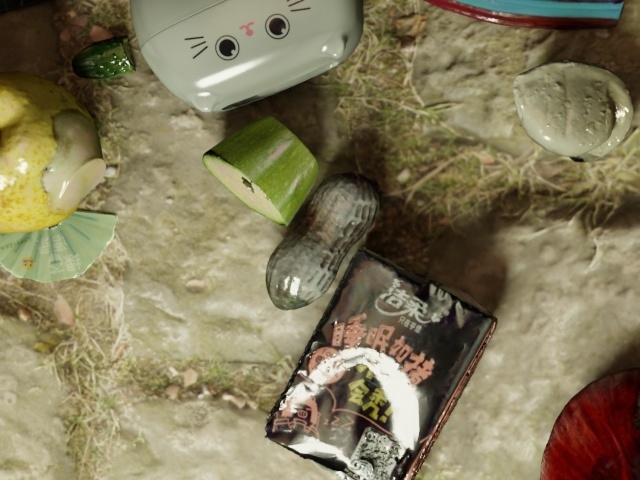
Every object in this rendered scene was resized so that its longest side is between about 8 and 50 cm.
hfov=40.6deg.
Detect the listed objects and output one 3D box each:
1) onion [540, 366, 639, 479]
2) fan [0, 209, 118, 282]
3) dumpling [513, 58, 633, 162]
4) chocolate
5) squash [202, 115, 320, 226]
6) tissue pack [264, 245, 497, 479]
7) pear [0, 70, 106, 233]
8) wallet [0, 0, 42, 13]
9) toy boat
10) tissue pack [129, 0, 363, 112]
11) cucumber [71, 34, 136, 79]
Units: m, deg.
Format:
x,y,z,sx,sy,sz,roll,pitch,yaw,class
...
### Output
x,y,z,sx,sy,sz,roll,pitch,yaw,class
0.455,0.348,1.155,0.347,0.285,0.348,-1,88,20,onion
-0.447,0.004,1.448,0.240,0.009,0.131,-12,88,8,fan
0.373,-0.198,1.281,0.176,0.092,0.150,44,97,7,dumpling
0.000,0.000,1.328,0.110,0.110,0.248,32,89,9,chocolate
-0.083,-0.109,1.323,0.170,0.170,0.123,44,83,8,squash
0.091,0.199,1.301,0.245,0.123,0.333,27,95,4,tissue pack
-0.474,-0.137,1.337,0.271,0.271,0.271,0,88,9,pear
-0.579,-0.449,1.476,0.285,0.030,0.146,-13,83,7,wallet
0.270,-0.405,1.322,0.391,0.079,0.136,11,88,7,toy boat
-0.098,-0.327,1.292,0.333,0.229,0.236,-21,84,8,tissue pack
-0.366,-0.301,1.434,0.107,0.035,0.067,-13,87,10,cucumber
